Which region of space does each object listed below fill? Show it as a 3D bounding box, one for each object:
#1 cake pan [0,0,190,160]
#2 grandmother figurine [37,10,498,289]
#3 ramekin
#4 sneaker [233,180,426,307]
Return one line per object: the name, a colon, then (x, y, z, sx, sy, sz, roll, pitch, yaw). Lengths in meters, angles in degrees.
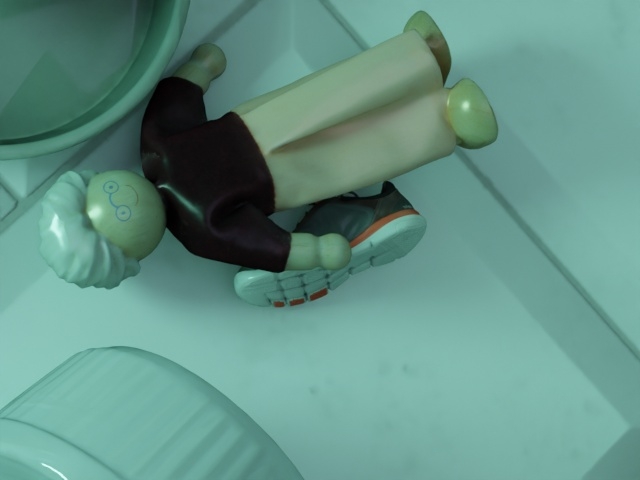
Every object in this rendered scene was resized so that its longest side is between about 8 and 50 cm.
cake pan: (-0.242, -0.201, 1.455, 0.293, 0.054, 0.293, 2, 83, -16)
grandmother figurine: (-0.053, -0.062, 1.462, 0.342, 0.104, 0.208, -25, 57, -16)
ramekin: (-0.116, 0.190, 1.343, 0.273, 0.273, 0.127, 46, 61, -6)
sneaker: (0.000, 0.000, 1.508, 0.158, 0.061, 0.065, -20, 62, -18)
